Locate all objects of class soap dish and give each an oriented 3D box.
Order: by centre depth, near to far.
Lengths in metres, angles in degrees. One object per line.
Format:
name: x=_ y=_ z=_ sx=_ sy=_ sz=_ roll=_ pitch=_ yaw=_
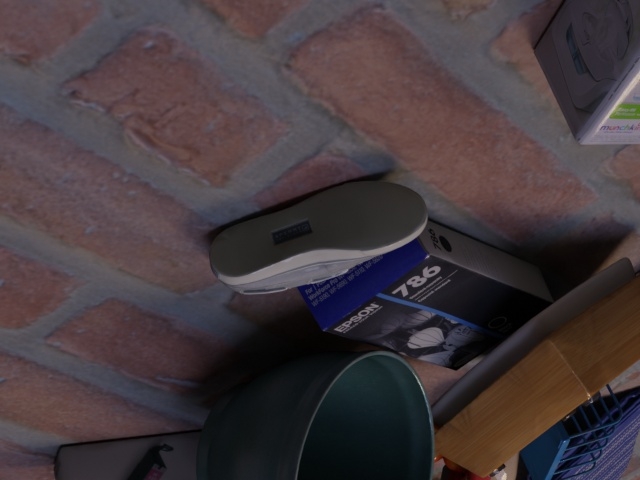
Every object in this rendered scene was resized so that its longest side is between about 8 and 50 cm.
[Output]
soap dish: x=0.282 y=0.161 z=1.644 sx=0.229 sy=0.118 sz=0.291 roll=-27 pitch=164 yaw=-39

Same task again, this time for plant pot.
plant pot: x=-0.022 y=0.265 z=1.600 sx=0.196 sy=0.293 sz=0.293 roll=5 pitch=164 yaw=35

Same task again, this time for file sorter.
file sorter: x=0.348 y=0.261 z=1.918 sx=0.104 sy=0.118 sz=0.170 roll=-14 pitch=148 yaw=-14

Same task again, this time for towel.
towel: x=0.414 y=0.377 z=2.143 sx=0.243 sy=0.040 sz=0.336 roll=-37 pitch=153 yaw=-17

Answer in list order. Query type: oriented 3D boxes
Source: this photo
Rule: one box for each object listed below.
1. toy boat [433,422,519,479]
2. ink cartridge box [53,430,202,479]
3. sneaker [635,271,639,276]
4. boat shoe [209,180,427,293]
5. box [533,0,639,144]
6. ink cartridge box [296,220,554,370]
toy boat: x=0.194 y=0.299 z=1.902 sx=0.151 sy=0.151 sz=0.231 roll=17 pitch=141 yaw=-3
ink cartridge box: x=-0.174 y=0.360 z=1.668 sx=0.275 sy=0.239 sz=0.060 roll=-3 pitch=145 yaw=-25
sneaker: x=0.467 y=0.051 z=1.703 sx=0.170 sy=0.075 sz=0.063 roll=-35 pitch=145 yaw=23
boat shoe: x=0.000 y=0.001 z=1.385 sx=0.227 sy=0.079 sz=0.081 roll=-15 pitch=157 yaw=2
box: x=0.370 y=-0.203 z=1.217 sx=0.261 sy=0.127 sz=0.231 roll=-3 pitch=144 yaw=-24
ink cartridge box: x=0.111 y=0.058 z=1.535 sx=0.165 sy=0.065 sz=0.332 roll=-38 pitch=143 yaw=28
